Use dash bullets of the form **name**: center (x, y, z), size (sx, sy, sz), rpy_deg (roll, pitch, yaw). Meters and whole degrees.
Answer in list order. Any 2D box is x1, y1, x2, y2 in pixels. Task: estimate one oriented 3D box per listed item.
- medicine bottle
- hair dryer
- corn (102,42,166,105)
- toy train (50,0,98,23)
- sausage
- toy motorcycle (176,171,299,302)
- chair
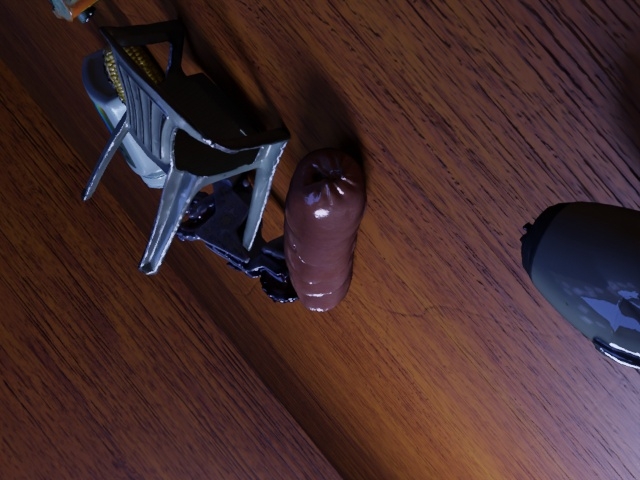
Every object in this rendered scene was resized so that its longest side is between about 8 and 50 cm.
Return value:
- **medicine bottle**: center (-0.266, -0.168, 1.706), size (0.121, 0.083, 0.229), rpy_deg (58, 175, 37)
- **hair dryer**: center (0.240, 0.075, 0.670), size (0.225, 0.088, 0.219), rpy_deg (44, 170, -35)
- **corn**: center (-0.224, -0.182, 1.563), size (0.203, 0.072, 0.072), rpy_deg (58, 166, -26)
- **toy train**: center (-0.333, -0.357, 1.454), size (0.188, 0.072, 0.099), rpy_deg (57, 160, -23)
- **sausage**: center (0.001, -0.002, 1.250), size (0.088, 0.088, 0.433), rpy_deg (49, 167, 13)
- **toy motorcycle**: center (-0.087, -0.013, 1.494), size (0.215, 0.122, 0.080), rpy_deg (33, 173, 17)
- **chair**: center (-0.158, -0.111, 1.284), size (0.203, 0.190, 0.275), rpy_deg (46, 138, 21)
